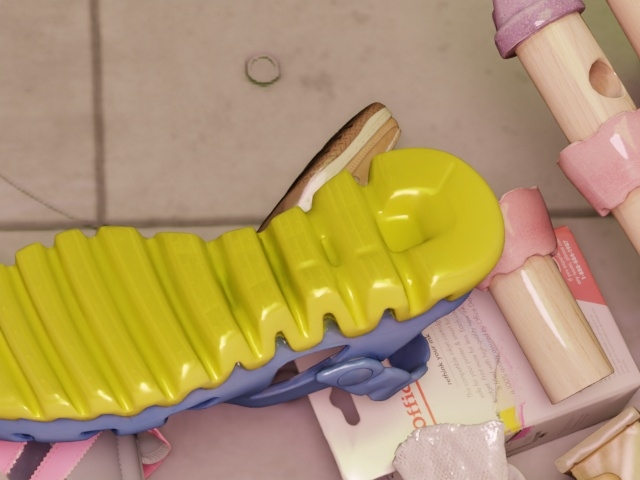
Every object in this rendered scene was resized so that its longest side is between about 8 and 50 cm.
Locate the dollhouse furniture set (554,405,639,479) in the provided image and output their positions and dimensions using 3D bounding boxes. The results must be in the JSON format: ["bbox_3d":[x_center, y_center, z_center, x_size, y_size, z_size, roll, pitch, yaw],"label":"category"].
[{"bbox_3d":[0.180,0.221,1.137,0.161,0.101,0.182,-37,75,6],"label":"dollhouse furniture set"}]

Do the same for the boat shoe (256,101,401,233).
[{"bbox_3d":[0.000,0.000,1.213,0.072,0.068,0.190,39,77,-3],"label":"boat shoe"}]

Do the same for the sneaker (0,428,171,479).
[{"bbox_3d":[-0.166,0.109,1.133,0.131,0.112,0.319,-9,65,-34],"label":"sneaker"}]

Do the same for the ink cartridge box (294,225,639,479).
[{"bbox_3d":[0.082,0.080,1.179,0.198,0.067,0.115,-17,70,-15],"label":"ink cartridge box"}]

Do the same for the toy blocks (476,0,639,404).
[{"bbox_3d":[0.235,-0.107,1.099,0.288,0.309,0.260,-21,79,-39],"label":"toy blocks"}]

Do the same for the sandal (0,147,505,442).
[{"bbox_3d":[-0.051,0.055,1.066,0.317,0.138,0.126,-11,55,-6],"label":"sandal"}]

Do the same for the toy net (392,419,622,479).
[{"bbox_3d":[0.145,0.179,1.080,0.232,0.045,0.122,25,105,19],"label":"toy net"}]
